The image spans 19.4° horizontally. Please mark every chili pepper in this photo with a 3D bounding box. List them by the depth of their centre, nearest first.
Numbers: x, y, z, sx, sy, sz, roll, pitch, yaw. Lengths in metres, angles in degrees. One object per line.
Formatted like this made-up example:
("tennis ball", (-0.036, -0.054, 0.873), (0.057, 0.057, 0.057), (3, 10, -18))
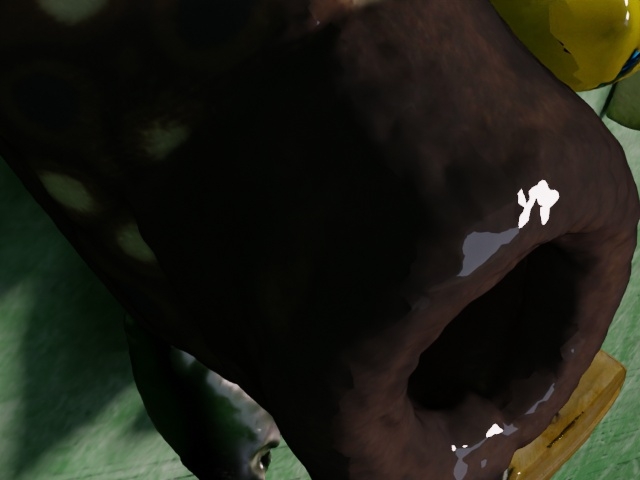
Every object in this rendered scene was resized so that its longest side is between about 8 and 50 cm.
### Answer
("chili pepper", (-0.002, -0.004, 0.957), (0.264, 0.116, 0.148), (-42, 130, -22))

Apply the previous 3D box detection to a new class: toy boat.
("toy boat", (0.174, 0.158, 1.511), (0.226, 0.068, 0.088), (-37, 154, -40))

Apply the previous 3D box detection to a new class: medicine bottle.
("medicine bottle", (0.157, -0.175, 0.960), (0.239, 0.124, 0.124), (-50, 156, -32))

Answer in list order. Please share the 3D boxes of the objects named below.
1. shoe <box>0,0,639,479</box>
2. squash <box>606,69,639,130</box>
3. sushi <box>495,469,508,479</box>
("shoe", (-0.016, -0.056, 0.664), (0.171, 0.237, 0.384), (-42, 141, -19))
("squash", (0.291, -0.204, 1.220), (0.289, 0.111, 0.203), (-53, 154, -2))
("sushi", (-0.005, 0.295, 1.355), (0.343, 0.064, 0.359), (-39, 153, -26))
